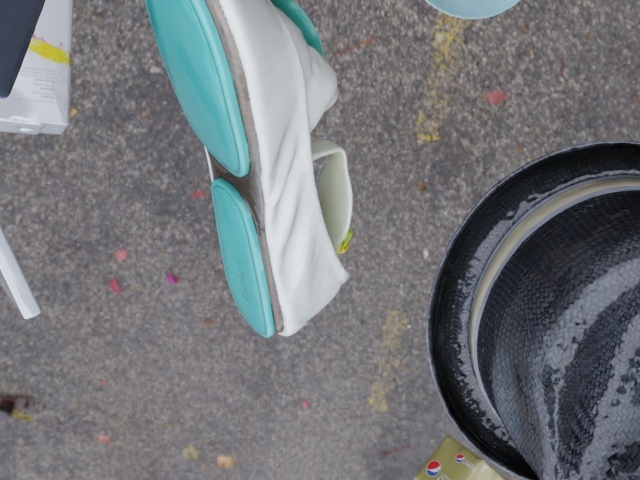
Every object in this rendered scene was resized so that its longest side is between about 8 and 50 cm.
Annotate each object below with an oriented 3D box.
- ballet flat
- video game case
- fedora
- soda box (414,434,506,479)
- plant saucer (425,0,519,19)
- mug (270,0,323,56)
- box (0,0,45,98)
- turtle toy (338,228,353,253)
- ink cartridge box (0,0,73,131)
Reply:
[{"bbox_3d":[-0.040,-0.080,0.595,0.139,0.139,0.400,-4,134,5],"label":"ballet flat"},{"bbox_3d":[-0.452,-0.013,0.952,0.026,0.206,0.227,-26,107,-25],"label":"video game case"},{"bbox_3d":[0.236,0.090,0.571,0.334,0.152,0.334,3,104,12],"label":"fedora"},{"bbox_3d":[0.182,0.288,0.767,0.061,0.058,0.181,-50,124,-10],"label":"soda box"},{"bbox_3d":[0.144,-0.313,0.666,0.195,0.037,0.195,-10,114,-23],"label":"plant saucer"},{"bbox_3d":[-0.080,-0.322,1.112,0.097,0.129,0.158,-29,102,30],"label":"mug"},{"bbox_3d":[-0.386,-0.245,0.457,0.294,0.296,0.183,30,104,17],"label":"box"},{"bbox_3d":[0.000,0.000,0.934,0.066,0.095,0.130,38,95,7],"label":"turtle toy"},{"bbox_3d":[-0.535,-0.328,1.201,0.197,0.270,0.198,1,-178,-24],"label":"ink cartridge box"}]
